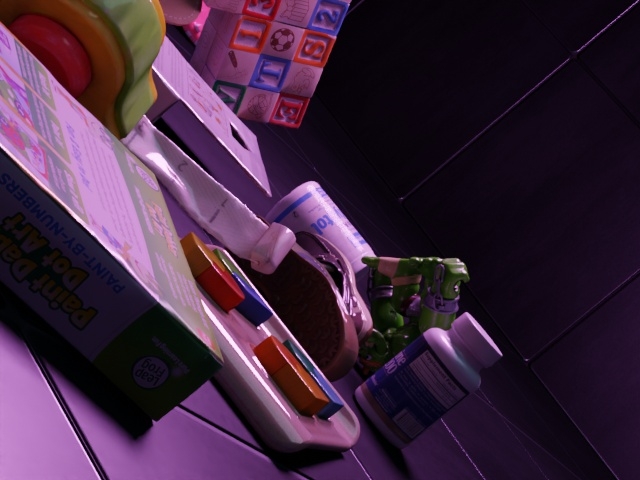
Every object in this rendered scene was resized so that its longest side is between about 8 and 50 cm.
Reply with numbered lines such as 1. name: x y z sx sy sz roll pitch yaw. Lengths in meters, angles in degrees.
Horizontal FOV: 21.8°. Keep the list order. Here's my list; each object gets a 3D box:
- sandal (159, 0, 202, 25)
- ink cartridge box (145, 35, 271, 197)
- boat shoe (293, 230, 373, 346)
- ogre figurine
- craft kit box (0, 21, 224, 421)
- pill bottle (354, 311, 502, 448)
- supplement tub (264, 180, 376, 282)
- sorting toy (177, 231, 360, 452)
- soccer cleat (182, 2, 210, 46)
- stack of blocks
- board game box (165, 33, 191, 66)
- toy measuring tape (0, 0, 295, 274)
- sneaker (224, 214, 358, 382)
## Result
1. sandal: -0.241 -0.320 1.855 0.240 0.088 0.079 35 -21 -17
2. ink cartridge box: -0.150 -0.139 1.514 0.239 0.060 0.275 49 6 -14
3. boat shoe: 0.004 0.037 1.561 0.049 0.056 0.152 51 4 -46
4. ogre figurine: 0.088 0.075 1.564 0.097 0.118 0.197 7 -4 -37
5. craft kit box: -0.168 -0.050 0.908 0.246 0.061 0.250 44 9 -28
6. pill bottle: 0.094 0.117 1.422 0.067 0.120 0.067 49 6 -7
7. supplement tub: 0.000 0.000 1.684 0.107 0.071 0.071 50 6 8
8. sorting toy: -0.047 0.063 1.143 0.193 0.038 0.208 51 7 12
9. soccer cleat: -0.152 -0.301 2.432 0.095 0.083 0.248 19 -6 32
10. stack of blocks: -0.061 -0.288 1.915 0.171 0.297 0.087 9 28 -28
11. board game box: -0.179 -0.217 1.879 0.133 0.033 0.169 47 7 -19
12. toy measuring tape: -0.125 -0.110 1.181 0.330 0.121 0.121 43 8 -11
13. sneaker: -0.005 0.055 1.347 0.086 0.064 0.192 37 10 -43
